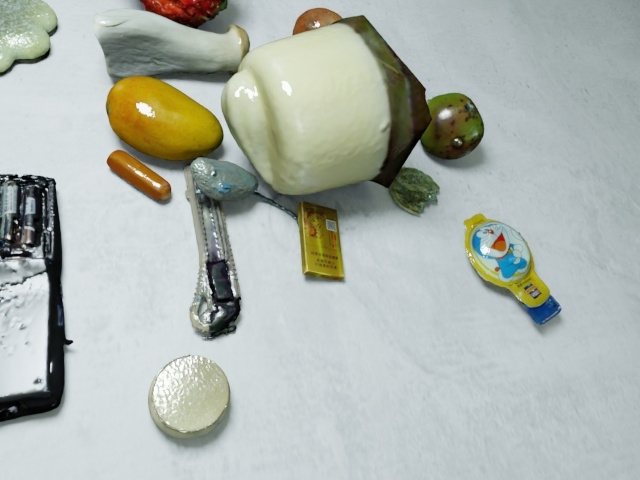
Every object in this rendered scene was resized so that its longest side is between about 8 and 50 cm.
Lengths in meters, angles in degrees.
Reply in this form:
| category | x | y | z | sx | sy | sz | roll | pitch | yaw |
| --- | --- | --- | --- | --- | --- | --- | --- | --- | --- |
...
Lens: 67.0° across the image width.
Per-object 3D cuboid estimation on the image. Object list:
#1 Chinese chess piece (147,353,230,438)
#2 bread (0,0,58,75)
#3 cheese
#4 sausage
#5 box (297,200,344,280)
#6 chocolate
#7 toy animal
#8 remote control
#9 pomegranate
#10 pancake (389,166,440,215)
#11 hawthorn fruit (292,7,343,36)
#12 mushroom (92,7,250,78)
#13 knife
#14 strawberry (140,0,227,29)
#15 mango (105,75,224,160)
| category | x | y | z | sx | sy | sz | roll | pitch | yaw |
| --- | --- | --- | --- | --- | --- | --- | --- | --- | --- |
| Chinese chess piece | -0.198 | 0.237 | 0.734 | 0.122 | 0.051 | 0.122 | 9 | 56 | -14 |
| bread | -0.645 | -0.428 | 0.966 | 0.207 | 0.056 | 0.287 | 20 | 57 | -6 |
| cheese | 0.410 | 0.054 | 1.045 | 0.176 | 0.069 | 0.270 | -23 | 71 | -29 |
| sausage | -0.334 | -0.120 | 0.900 | 0.131 | 0.041 | 0.039 | 34 | 34 | 2 |
| box | 0.000 | 0.000 | 0.949 | 0.089 | 0.022 | 0.157 | 11 | 57 | -31 |
| chocolate | -0.020 | -0.221 | 0.925 | 0.297 | 0.314 | 0.326 | -32 | 77 | -23 |
| toy animal | -0.138 | -0.089 | 0.928 | 0.252 | 0.070 | 0.079 | 27 | 65 | -35 |
| remote control | -0.461 | 0.063 | 0.735 | 0.144 | 0.062 | 0.399 | -5 | 63 | -23 |
| pomegranate | 0.305 | -0.283 | 1.169 | 0.159 | 0.159 | 0.205 | 2 | 35 | -18 |
| pancake | 0.214 | -0.119 | 1.106 | 0.129 | 0.023 | 0.116 | -32 | 73 | -31 |
| hawthorn fruit | -0.003 | -0.511 | 1.186 | 0.149 | 0.149 | 0.189 | -3 | 66 | -21 |
| mushroom | -0.301 | -0.406 | 1.017 | 0.328 | 0.159 | 0.122 | -8 | 104 | -27 |
| knife | -0.204 | -0.004 | 0.878 | 0.089 | 0.043 | 0.366 | 1 | 60 | -25 |
| strawberry | -0.333 | -0.607 | 1.057 | 0.288 | 0.250 | 0.239 | 33 | 52 | -19 |
| mango | -0.299 | -0.227 | 0.929 | 0.221 | 0.120 | 0.152 | 27 | 54 | -12 |
